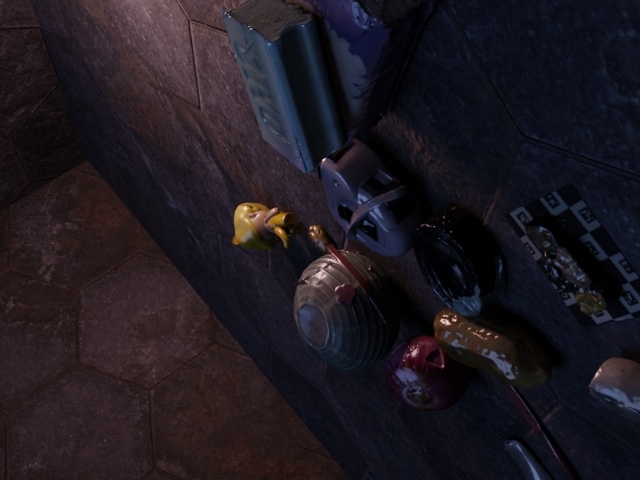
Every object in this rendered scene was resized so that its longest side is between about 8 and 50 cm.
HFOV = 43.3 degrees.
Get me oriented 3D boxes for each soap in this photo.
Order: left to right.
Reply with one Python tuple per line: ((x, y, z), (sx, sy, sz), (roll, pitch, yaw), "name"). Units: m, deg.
((-0.053, -0.234, 1.197), (0.150, 0.094, 0.261), (37, 157, 38), "soap")

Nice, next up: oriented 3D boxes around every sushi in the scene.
((0.351, 0.042, 1.154), (0.215, 0.051, 0.192), (55, 160, 1), "sushi")

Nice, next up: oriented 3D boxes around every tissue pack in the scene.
((0.024, -0.321, 1.205), (0.242, 0.125, 0.343), (49, 162, 11), "tissue pack")

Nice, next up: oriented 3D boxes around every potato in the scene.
((0.000, 0.000, 1.902), (0.083, 0.040, 0.051), (55, 166, 4), "potato")

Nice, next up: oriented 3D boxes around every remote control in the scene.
((0.460, 0.516, 1.684), (0.229, 0.044, 0.073), (53, 163, 4), "remote control")

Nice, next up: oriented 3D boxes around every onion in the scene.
((0.224, 0.277, 1.690), (0.177, 0.153, 0.177), (34, 143, 31), "onion")

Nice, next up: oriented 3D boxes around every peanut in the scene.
((0.305, 0.186, 1.421), (0.236, 0.110, 0.120), (28, 126, 39), "peanut")

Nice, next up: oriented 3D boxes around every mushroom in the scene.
((0.491, 0.253, 1.138), (0.223, 0.081, 0.092), (37, 120, 31), "mushroom")

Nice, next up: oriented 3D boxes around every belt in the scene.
((0.240, 0.040, 1.367), (0.151, 0.078, 0.198), (19, 139, 52), "belt")

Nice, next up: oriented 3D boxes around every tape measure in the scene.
((0.099, -0.060, 1.469), (0.197, 0.120, 0.236), (36, 159, 26), "tape measure")

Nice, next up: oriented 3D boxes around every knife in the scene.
((0.430, 0.373, 1.567), (0.247, 0.018, 0.035), (57, 164, 2), "knife")

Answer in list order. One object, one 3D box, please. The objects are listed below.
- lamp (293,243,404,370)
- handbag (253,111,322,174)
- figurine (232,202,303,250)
((0.061, 0.146, 1.741), (0.265, 0.233, 0.233), (55, 161, 13), "lamp")
((-0.046, -0.229, 1.527), (0.270, 0.117, 0.182), (37, 142, 34), "handbag")
((-0.143, -0.034, 2.077), (0.156, 0.131, 0.246), (47, 154, -23), "figurine")
